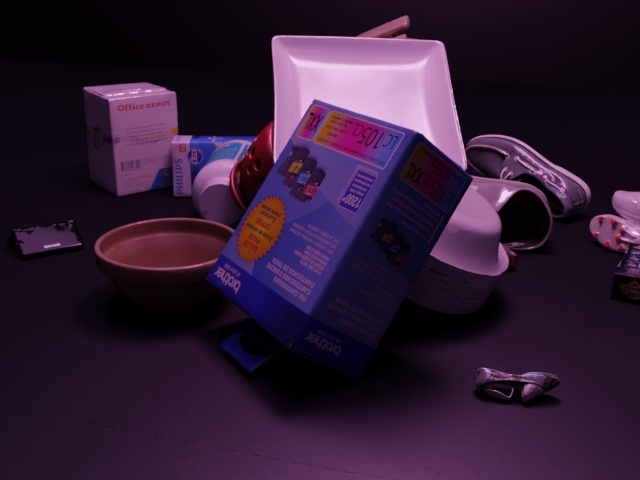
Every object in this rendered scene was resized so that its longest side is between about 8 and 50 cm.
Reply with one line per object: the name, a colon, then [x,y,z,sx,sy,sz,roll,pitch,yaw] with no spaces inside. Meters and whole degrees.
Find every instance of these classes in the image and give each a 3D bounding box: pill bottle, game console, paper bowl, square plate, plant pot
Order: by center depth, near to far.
plant pot: [-0.248,0.050,1.348,0.237,0.109,0.237,1,20,0]
paper bowl: [0.184,-0.020,1.359,0.284,0.148,0.284,23,27,-12]
square plate: [0.082,-0.254,1.540,0.347,0.049,0.344,0,55,-5]
plant pot: [-0.070,-0.120,1.572,0.174,0.191,0.191,-38,-7,38]
game console: [-0.538,0.004,1.592,0.122,0.071,0.107,-13,55,-30]
pill bottle: [-0.191,-0.117,1.738,0.146,0.146,0.264,2,21,3]

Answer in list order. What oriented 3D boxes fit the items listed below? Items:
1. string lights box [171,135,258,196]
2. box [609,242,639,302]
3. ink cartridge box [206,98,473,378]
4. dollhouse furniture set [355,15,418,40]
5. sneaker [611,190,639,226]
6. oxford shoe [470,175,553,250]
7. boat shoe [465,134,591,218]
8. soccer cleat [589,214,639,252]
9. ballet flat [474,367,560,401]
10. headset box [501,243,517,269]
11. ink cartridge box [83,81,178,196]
string lights box: [-0.212,-0.174,1.904,0.260,0.133,0.077,-1,20,-3]
box: [0.636,0.070,1.422,0.220,0.051,0.175,11,23,25]
ink cartridge box: [0.004,0.015,1.191,0.151,0.395,0.270,29,0,-37]
dollhouse furniture set: [0.141,-0.235,1.809,0.256,0.362,0.394,-19,27,18]
sneaker: [0.768,-0.078,1.711,0.297,0.129,0.111,12,25,29]
oxford shoe: [0.254,-0.051,1.574,0.449,0.169,0.130,1,21,-14]
boat shoe: [0.451,-0.145,1.851,0.319,0.116,0.099,32,46,29]
soccer cleat: [0.624,-0.001,1.602,0.076,0.068,0.196,3,16,-42]
ballet flat: [0.264,0.198,1.098,0.114,0.041,0.041,4,21,9]
headset box: [0.325,0.033,1.531,0.083,0.032,0.062,-5,21,-11]
ink cartridge box: [-0.451,-0.249,1.948,0.171,0.232,0.168,-14,26,-34]
